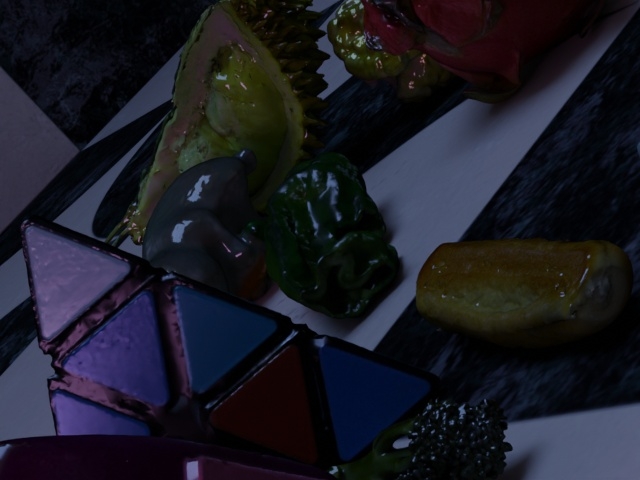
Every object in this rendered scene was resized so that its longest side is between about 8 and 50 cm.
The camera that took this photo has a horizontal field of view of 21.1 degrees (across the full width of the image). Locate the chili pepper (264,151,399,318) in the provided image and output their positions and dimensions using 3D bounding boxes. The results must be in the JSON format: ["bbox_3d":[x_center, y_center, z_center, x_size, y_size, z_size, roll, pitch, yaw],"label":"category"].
[{"bbox_3d":[0.001,-0.001,1.354,0.099,0.083,0.253,-31,19,6],"label":"chili pepper"}]

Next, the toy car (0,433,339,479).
[{"bbox_3d":[-0.138,0.219,0.724,0.340,0.271,0.240,-24,61,37],"label":"toy car"}]

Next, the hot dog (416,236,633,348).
[{"bbox_3d":[0.115,0.033,1.000,0.066,0.047,0.215,-61,19,-13],"label":"hot dog"}]

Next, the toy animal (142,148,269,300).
[{"bbox_3d":[-0.116,0.035,1.483,0.127,0.125,0.251,-58,0,42],"label":"toy animal"}]

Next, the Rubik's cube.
[{"bbox_3d":[-0.063,0.164,1.083,0.250,0.284,0.234,13,72,34],"label":"Rubik's cube"}]

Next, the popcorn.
[{"bbox_3d":[0.077,-0.191,1.620,0.126,0.126,0.145,-38,1,-13],"label":"popcorn"}]

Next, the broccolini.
[{"bbox_3d":[0.033,0.138,0.942,0.067,0.058,0.216,-49,5,-32],"label":"broccolini"}]

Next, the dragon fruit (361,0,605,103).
[{"bbox_3d":[0.138,-0.242,1.426,0.224,0.224,0.227,-30,22,41],"label":"dragon fruit"}]

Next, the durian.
[{"bbox_3d":[-0.086,-0.116,1.686,0.158,0.169,0.352,-90,21,-45],"label":"durian"}]

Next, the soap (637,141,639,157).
[{"bbox_3d":[0.221,-0.024,0.835,0.119,0.066,0.198,-38,14,22],"label":"soap"}]
